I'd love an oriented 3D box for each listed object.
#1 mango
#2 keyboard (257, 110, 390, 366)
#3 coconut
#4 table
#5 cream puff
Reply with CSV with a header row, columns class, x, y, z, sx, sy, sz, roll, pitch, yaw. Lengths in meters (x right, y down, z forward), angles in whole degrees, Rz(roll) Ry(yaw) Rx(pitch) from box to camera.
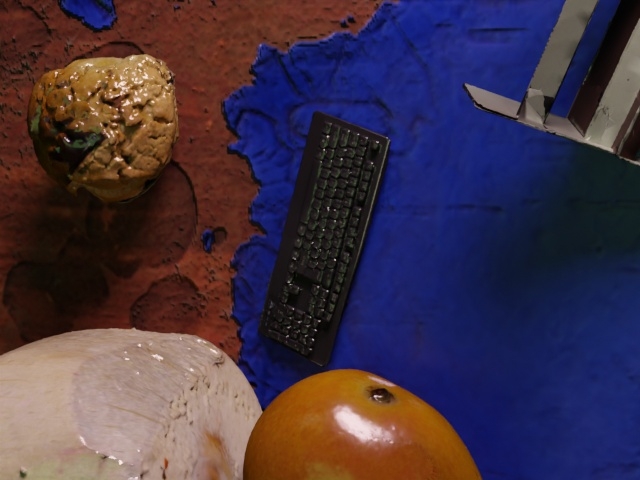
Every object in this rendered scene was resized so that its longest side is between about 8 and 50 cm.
class,x,y,z,sx,sy,sz,roll,pitch,yaw
mango,0.046,0.217,0.934,0.176,0.139,0.254,-22,97,30
keyboard,-0.001,0.000,0.980,0.074,0.015,0.196,23,110,22
coconut,-0.185,0.213,0.968,0.255,0.297,0.297,-12,95,19
table,0.205,-0.132,0.815,0.175,0.062,0.146,18,111,-11
cream puff,-0.173,-0.093,1.004,0.133,0.104,0.119,-27,81,28
